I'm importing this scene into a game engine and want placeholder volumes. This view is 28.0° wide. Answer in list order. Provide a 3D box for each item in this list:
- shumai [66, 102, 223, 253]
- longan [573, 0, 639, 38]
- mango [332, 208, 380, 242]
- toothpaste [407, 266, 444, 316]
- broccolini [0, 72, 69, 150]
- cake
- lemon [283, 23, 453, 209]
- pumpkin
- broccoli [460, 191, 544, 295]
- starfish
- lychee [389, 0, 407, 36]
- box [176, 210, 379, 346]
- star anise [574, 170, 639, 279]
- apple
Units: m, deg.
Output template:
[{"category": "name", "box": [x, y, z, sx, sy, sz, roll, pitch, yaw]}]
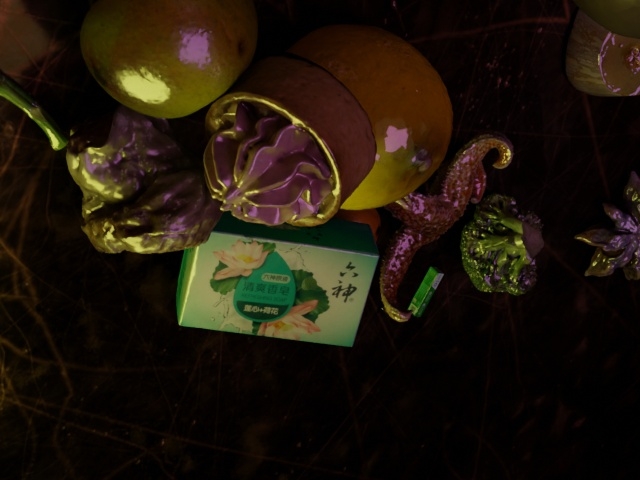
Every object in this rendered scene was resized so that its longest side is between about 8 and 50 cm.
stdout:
[{"category": "shumai", "box": [-0.198, -0.083, 1.524, 0.218, 0.183, 0.186, -26, 112, -76]}, {"category": "longan", "box": [0.466, -0.439, 1.666, 0.361, 0.361, 0.361, -22, 133, -26]}, {"category": "mango", "box": [0.002, 0.002, 1.805, 0.178, 0.090, 0.115, -33, 126, -11]}, {"category": "toothpaste", "box": [0.169, 0.082, 2.059, 0.017, 0.020, 0.083, 9, 114, -46]}, {"category": "broccolini", "box": [-0.352, -0.166, 1.415, 0.054, 0.051, 0.239, -51, 146, -5]}, {"category": "cake", "box": [-0.055, -0.089, 1.443, 0.185, 0.207, 0.178, 46, 67, -9]}, {"category": "lemon", "box": [0.055, -0.148, 1.637, 0.240, 0.219, 0.240, -26, 136, -29]}, {"category": "pumpkin", "box": [0.478, -0.303, 1.969, 0.217, 0.110, 0.217, -19, 133, -21]}, {"category": "broccoli", "box": [0.288, 0.006, 2.029, 0.145, 0.138, 0.162, 3, 79, -33]}, {"category": "starfish", "box": [0.156, -0.027, 1.841, 0.303, 0.113, 0.312, -55, 168, -3]}, {"category": "lychee", "box": [0.068, -0.345, 1.580, 0.140, 0.101, 0.114, 83, 20, -57]}, {"category": "box", "box": [-0.059, 0.044, 1.708, 0.244, 0.092, 0.153, 8, 118, -12]}, {"category": "star anise", "box": [0.567, -0.026, 2.272, 0.262, 0.081, 0.230, -21, 122, -24]}, {"category": "apple", "box": [-0.160, -0.225, 1.411, 0.196, 0.196, 0.157, -37, 108, -12]}]
